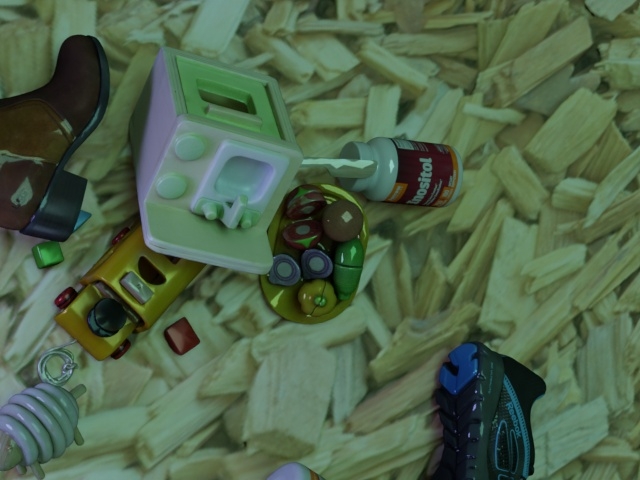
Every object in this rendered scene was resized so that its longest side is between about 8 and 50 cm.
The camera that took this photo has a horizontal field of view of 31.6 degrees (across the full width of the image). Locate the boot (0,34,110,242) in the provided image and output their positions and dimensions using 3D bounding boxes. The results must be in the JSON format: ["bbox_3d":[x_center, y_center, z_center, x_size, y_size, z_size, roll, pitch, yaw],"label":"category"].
[{"bbox_3d":[-0.383,-0.151,1.225,0.280,0.096,0.264,20,70,-27],"label":"boot"}]

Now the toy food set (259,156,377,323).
[{"bbox_3d":[0.000,0.000,1.387,0.128,0.071,0.218,10,94,-8],"label":"toy food set"}]

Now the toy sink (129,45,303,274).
[{"bbox_3d":[-0.117,-0.096,1.281,0.152,0.131,0.234,13,36,-24],"label":"toy sink"}]

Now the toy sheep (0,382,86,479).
[{"bbox_3d":[-0.302,0.199,1.219,0.091,0.091,0.132,53,48,-9],"label":"toy sheep"}]

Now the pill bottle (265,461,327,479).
[{"bbox_3d":[0.024,0.365,1.332,0.221,0.121,0.121,36,66,-16],"label":"pill bottle"}]

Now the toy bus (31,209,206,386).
[{"bbox_3d":[-0.217,0.056,1.278,0.191,0.104,0.202,-1,80,-27],"label":"toy bus"}]

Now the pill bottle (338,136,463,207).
[{"bbox_3d":[0.103,-0.090,1.484,0.152,0.086,0.086,4,78,-26],"label":"pill bottle"}]

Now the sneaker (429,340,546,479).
[{"bbox_3d":[0.212,0.305,1.441,0.139,0.125,0.341,22,72,-24],"label":"sneaker"}]
